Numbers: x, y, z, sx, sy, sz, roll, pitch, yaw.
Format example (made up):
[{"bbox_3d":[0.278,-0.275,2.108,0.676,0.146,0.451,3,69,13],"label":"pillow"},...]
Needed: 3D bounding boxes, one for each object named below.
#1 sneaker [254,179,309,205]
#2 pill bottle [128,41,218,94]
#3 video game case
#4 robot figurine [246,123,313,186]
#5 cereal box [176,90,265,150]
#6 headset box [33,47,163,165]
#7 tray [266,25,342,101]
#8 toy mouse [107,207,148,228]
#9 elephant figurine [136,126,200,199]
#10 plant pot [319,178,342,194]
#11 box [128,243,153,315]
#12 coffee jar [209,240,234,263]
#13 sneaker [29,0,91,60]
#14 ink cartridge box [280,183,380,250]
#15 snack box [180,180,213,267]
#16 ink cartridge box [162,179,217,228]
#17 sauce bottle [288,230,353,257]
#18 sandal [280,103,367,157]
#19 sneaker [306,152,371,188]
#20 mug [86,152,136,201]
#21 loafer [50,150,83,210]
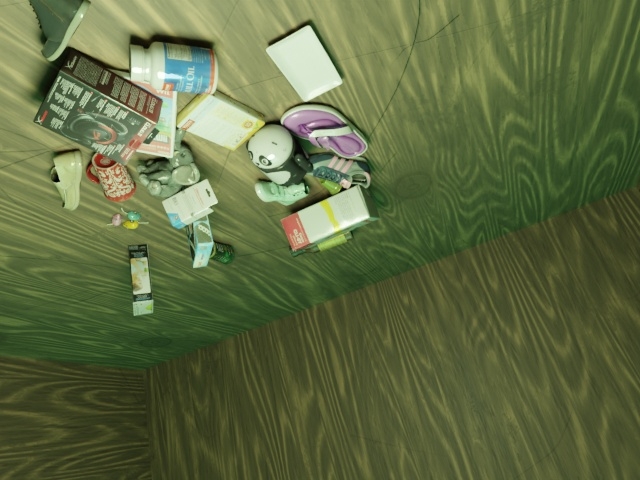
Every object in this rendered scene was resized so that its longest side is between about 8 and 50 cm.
[{"bbox_3d":[-0.153,-0.220,1.983,0.151,0.094,0.256,-22,165,28],"label":"sneaker"},{"bbox_3d":[-0.400,-0.469,1.293,0.222,0.124,0.124,-3,152,-25],"label":"pill bottle"},{"bbox_3d":[-0.544,-0.374,1.437,0.204,0.025,0.285,9,143,-14],"label":"video game case"},{"bbox_3d":[-0.147,-0.300,1.728,0.209,0.173,0.278,-22,155,14],"label":"robot figurine"},{"bbox_3d":[-0.328,-0.398,1.573,0.173,0.047,0.240,-31,150,30],"label":"cereal box"},{"bbox_3d":[-0.607,-0.356,1.341,0.293,0.110,0.218,27,135,-33],"label":"headset box"},{"bbox_3d":[-0.044,-0.540,1.458,0.145,0.030,0.270,-23,154,15],"label":"tray"},{"bbox_3d":[-0.806,-0.087,1.970,0.161,0.031,0.143,-8,154,-15],"label":"toy mouse"},{"bbox_3d":[-0.501,-0.260,1.661,0.240,0.169,0.186,-35,-178,6],"label":"elephant figurine"},{"bbox_3d":[0.040,-0.252,2.061,0.079,0.083,0.083,24,136,-37],"label":"plant pot"},{"bbox_3d":[-0.837,0.183,2.210,0.087,0.289,0.169,-4,152,-22],"label":"box"},{"bbox_3d":[-0.515,0.053,2.350,0.079,0.096,0.184,-31,152,24],"label":"coffee jar"},{"bbox_3d":[-0.640,-0.526,1.119,0.118,0.083,0.222,31,138,-33],"label":"sneaker"},{"bbox_3d":[0.054,-0.100,2.181,0.385,0.160,0.279,-23,175,16],"label":"ink cartridge box"},{"bbox_3d":[-0.480,-0.080,1.821,0.060,0.321,0.187,-6,154,-25],"label":"snack box"},{"bbox_3d":[-0.455,-0.129,1.692,0.180,0.104,0.060,-27,167,0],"label":"ink cartridge box"},{"bbox_3d":[0.000,0.000,2.520,0.345,0.111,0.111,-19,155,12],"label":"sauce bottle"},{"bbox_3d":[0.041,-0.384,1.745,0.417,0.102,0.169,12,144,-44],"label":"sandal"},{"bbox_3d":[0.068,-0.278,1.947,0.319,0.130,0.112,-4,153,-23],"label":"sneaker"},{"bbox_3d":[-0.733,-0.223,1.638,0.151,0.113,0.169,-11,152,-12],"label":"mug"},{"bbox_3d":[-0.867,-0.206,1.619,0.092,0.101,0.268,2,141,-30],"label":"loafer"}]
